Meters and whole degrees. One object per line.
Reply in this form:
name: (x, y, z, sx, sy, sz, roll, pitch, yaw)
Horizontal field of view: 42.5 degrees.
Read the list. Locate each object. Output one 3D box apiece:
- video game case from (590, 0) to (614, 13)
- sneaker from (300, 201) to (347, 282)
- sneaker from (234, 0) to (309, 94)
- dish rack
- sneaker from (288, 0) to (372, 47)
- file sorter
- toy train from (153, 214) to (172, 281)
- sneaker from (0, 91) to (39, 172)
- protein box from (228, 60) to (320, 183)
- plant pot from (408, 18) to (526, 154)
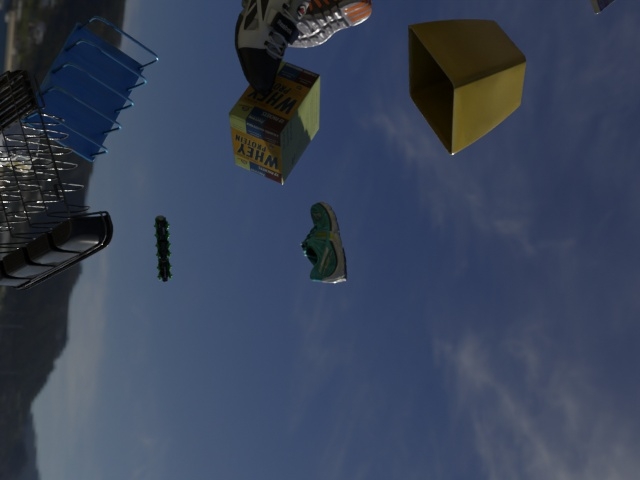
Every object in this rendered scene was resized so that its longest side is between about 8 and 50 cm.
video game case: (0.508, -0.468, 1.501, 0.011, 0.122, 0.087, -13, -72, 40)
sneaker: (0.000, 0.000, 2.214, 0.107, 0.110, 0.275, 87, -7, -46)
sneaker: (-0.101, -0.493, 1.848, 0.146, 0.122, 0.330, -6, -106, 28)
dish rack: (-0.410, -0.085, 1.125, 0.208, 0.074, 0.271, -24, -101, 26)
sneaker: (0.003, -0.697, 2.447, 0.124, 0.321, 0.180, 49, 32, -54)
file sorter: (-0.327, -0.219, 1.186, 0.104, 0.118, 0.170, 2, -116, 57)
toy train: (-0.177, 0.008, 0.926, 0.023, 0.017, 0.083, -116, -156, -56)
sneaker: (-0.663, -0.174, 1.691, 0.108, 0.169, 0.292, -16, -130, 28)
protein box: (-0.105, -0.286, 1.967, 0.201, 0.136, 0.200, -60, 165, -29)
plant pot: (0.318, -0.349, 1.760, 0.212, 0.187, 0.212, 80, -13, -53)
